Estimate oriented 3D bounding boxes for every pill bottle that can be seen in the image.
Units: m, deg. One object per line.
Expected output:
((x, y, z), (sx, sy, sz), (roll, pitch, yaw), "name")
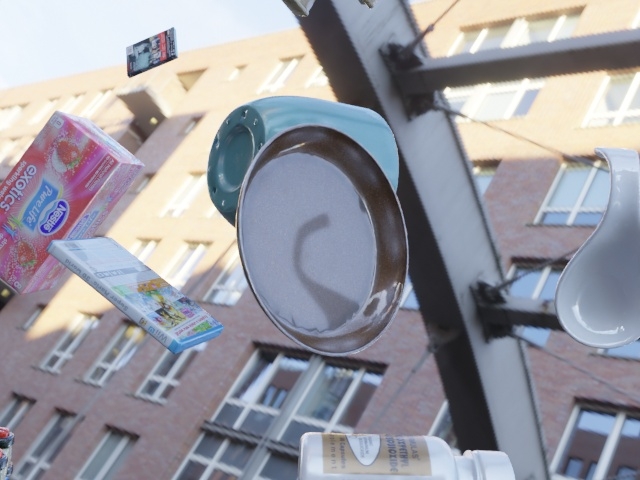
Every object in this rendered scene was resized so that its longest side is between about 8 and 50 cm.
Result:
((0.089, 0.280, 0.909), (0.229, 0.131, 0.131), (2, -31, -3), "pill bottle")

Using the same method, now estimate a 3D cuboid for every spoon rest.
((0.391, 0.012, 1.120), (0.137, 0.276, 0.084), (4, 4, 4), "spoon rest")

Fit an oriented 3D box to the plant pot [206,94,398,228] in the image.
((-0.050, -0.116, 1.418), (0.235, 0.293, 0.293), (12, -13, -37), "plant pot")

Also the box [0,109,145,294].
((-0.477, -0.066, 1.489), (0.154, 0.300, 0.142), (39, 6, 2), "box")

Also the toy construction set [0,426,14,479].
((-0.629, 0.385, 1.379), (0.215, 0.151, 0.327), (2, 21, -15), "toy construction set")

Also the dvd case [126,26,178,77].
((-0.359, -0.400, 1.761), (0.119, 0.087, 0.013), (-19, -33, 12), "dvd case")

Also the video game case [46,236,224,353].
((-0.185, 0.051, 0.847), (0.166, 0.015, 0.119), (36, 9, 10), "video game case")

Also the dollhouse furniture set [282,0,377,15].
((0.059, -0.387, 1.253), (0.101, 0.182, 0.161), (14, -19, 44), "dollhouse furniture set")

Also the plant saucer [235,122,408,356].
((0.000, 0.000, 1.108), (0.050, 0.310, 0.310), (-12, -51, 44), "plant saucer")
